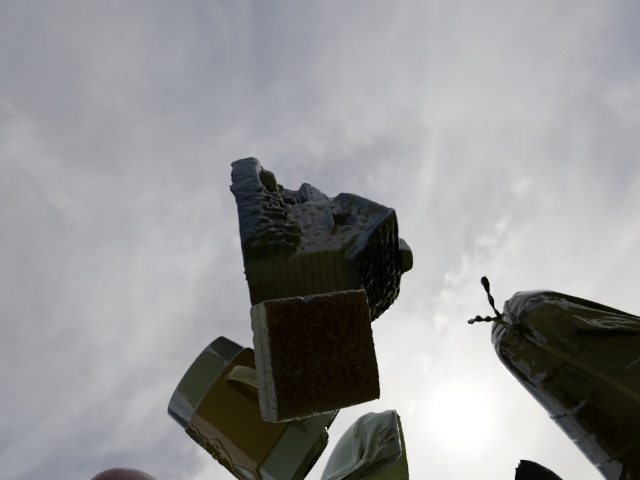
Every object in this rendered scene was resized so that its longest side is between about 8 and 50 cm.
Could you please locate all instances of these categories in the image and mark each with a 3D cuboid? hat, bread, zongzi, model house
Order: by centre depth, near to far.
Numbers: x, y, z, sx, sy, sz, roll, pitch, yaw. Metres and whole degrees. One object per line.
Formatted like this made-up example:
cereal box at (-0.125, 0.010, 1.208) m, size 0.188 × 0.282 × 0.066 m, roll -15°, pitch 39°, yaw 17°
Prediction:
bread at (-0.004, 0.087, 0.571) m, size 0.094 × 0.035 × 0.090 m, roll -5°, pitch -98°, yaw -31°
model house at (0.000, 0.002, 1.238) m, size 0.284 × 0.298 × 0.243 m, roll -6°, pitch -54°, yaw -7°
zongzi at (0.561, 0.144, 1.298) m, size 0.467 × 0.218 × 0.500 m, roll -43°, pitch -93°, yaw 7°
hat at (0.035, 0.433, 1.300) m, size 0.302 × 0.168 × 0.257 m, roll -19°, pitch -56°, yaw -12°

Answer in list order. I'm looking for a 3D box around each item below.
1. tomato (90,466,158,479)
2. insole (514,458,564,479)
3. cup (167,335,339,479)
tomato at (-0.310, 0.438, 1.165) m, size 0.167 × 0.167 × 0.167 m, roll -12°, pitch -71°, yaw -38°
insole at (0.302, 0.342, 0.845) m, size 0.007 × 0.328 × 0.111 m, roll -5°, pitch -84°, yaw -13°
cup at (-0.091, 0.245, 1.078) m, size 0.185 × 0.226 × 0.241 m, roll -51°, pitch -14°, yaw -32°
